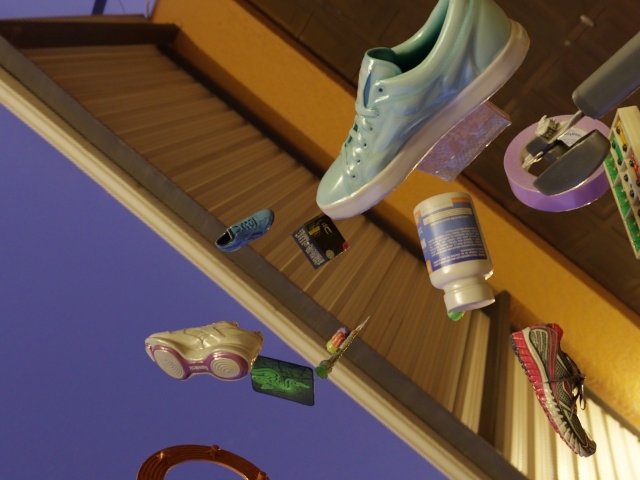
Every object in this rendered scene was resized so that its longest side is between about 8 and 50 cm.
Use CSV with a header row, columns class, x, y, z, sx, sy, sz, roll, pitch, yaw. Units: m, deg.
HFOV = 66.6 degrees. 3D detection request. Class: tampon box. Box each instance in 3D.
class,x,y,z,sx,sy,sz,roll,pitch,yaw
tampon box,0.000,0.000,1.762,0.120,0.101,0.161,-34,-91,-38

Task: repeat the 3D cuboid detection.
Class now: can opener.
class,x,y,z,sx,sy,sz,roll,pitch,yaw
can opener,0.333,-0.160,0.545,0.093,0.280,0.074,45,-123,10

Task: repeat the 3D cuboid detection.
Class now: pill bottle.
class,x,y,z,sx,sy,sz,roll,pitch,yaw
pill bottle,0.331,0.031,1.195,0.152,0.152,0.271,7,-115,-39

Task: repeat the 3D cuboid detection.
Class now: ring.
class,x,y,z,sx,sy,sz,roll,pitch,yaw
ring,-0.241,0.553,1.094,0.337,0.032,0.336,21,-174,-2

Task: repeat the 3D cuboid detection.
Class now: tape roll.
class,x,y,z,sx,sy,sz,roll,pitch,yaw
tape roll,0.657,-0.215,1.342,0.090,0.275,0.274,47,-160,-43

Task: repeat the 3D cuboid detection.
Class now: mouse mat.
class,x,y,z,sx,sy,sz,roll,pitch,yaw
mouse mat,-0.106,0.380,1.326,0.190,0.152,0.007,9,-146,17

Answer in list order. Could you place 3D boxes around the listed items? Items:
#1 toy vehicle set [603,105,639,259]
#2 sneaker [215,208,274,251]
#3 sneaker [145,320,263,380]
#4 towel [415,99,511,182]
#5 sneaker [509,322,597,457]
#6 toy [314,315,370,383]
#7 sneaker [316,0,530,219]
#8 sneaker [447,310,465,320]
class,x,y,z,sx,sy,sz,roll,pitch,yaw
toy vehicle set,0.637,-0.116,0.982,0.166,0.035,0.266,60,-154,-56
sneaker,-0.240,-0.033,1.549,0.069,0.209,0.082,60,-169,18
sneaker,-0.279,0.261,1.183,0.305,0.114,0.152,2,-154,20
towel,0.455,-0.359,1.694,0.317,0.332,0.053,15,-138,-35
sneaker,0.530,0.328,1.068,0.299,0.112,0.121,65,-168,2
toy,0.050,0.310,1.438,0.056,0.137,0.237,39,-140,3
sneaker,0.090,-0.185,0.673,0.150,0.366,0.135,32,-152,-24
sneaker,0.499,0.157,1.853,0.124,0.295,0.109,-2,-170,-10
